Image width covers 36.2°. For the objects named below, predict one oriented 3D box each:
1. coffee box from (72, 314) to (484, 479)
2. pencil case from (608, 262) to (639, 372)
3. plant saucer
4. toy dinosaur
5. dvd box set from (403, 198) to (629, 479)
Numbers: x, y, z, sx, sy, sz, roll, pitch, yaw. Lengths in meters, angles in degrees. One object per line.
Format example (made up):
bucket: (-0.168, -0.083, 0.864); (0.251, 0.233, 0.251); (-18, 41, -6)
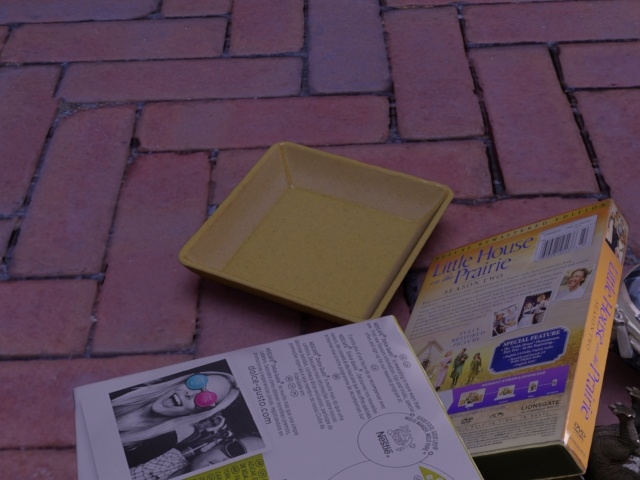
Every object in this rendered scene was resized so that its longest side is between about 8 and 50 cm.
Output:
coffee box: (-0.022, 0.327, 0.906); (0.334, 0.337, 0.338); (-13, 32, -9)
pencil case: (0.518, 0.196, 1.230); (0.183, 0.160, 0.410); (-9, 41, -29)
plant saucer: (0.000, 0.000, 1.539); (0.333, 0.081, 0.333); (18, 47, 21)
toy dinosaur: (0.391, 0.284, 1.180); (0.313, 0.160, 0.121); (24, 20, 12)
dvd box set: (0.228, 0.137, 1.273); (0.307, 0.062, 0.420); (-20, 30, 37)
